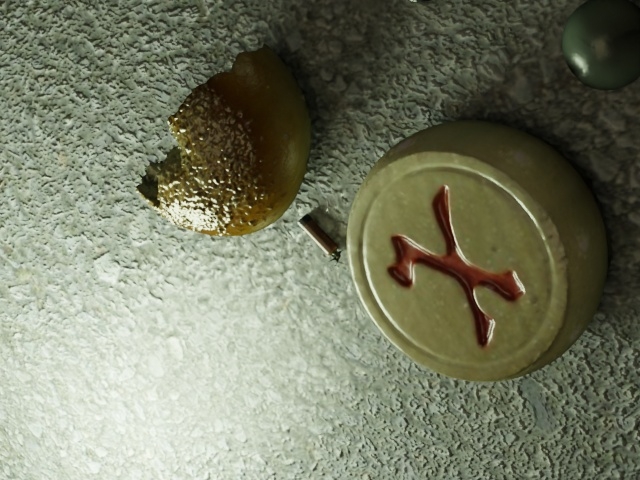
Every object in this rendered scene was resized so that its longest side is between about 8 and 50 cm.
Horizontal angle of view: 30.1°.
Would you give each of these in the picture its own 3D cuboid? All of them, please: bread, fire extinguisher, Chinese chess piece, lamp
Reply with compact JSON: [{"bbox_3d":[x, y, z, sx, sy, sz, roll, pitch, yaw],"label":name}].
[{"bbox_3d":[-0.128,-0.099,1.657,0.192,0.171,0.314,53,129,7],"label":"bread"},{"bbox_3d":[0.000,0.000,1.707,0.028,0.022,0.083,-43,83,2],"label":"fire extinguisher"},{"bbox_3d":[0.196,0.013,1.510,0.338,0.140,0.338,13,117,28],"label":"Chinese chess piece"},{"bbox_3d":[0.324,-0.222,1.344,0.105,0.105,0.105,14,118,28],"label":"lamp"}]
